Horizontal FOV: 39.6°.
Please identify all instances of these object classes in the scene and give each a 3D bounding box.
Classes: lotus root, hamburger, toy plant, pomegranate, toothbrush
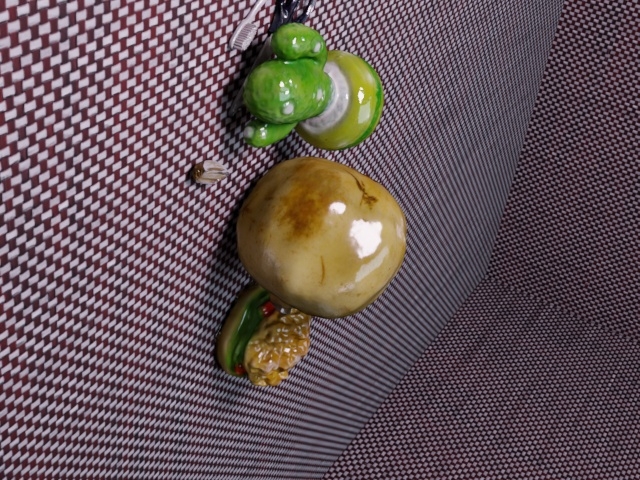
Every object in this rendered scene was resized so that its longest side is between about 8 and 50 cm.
[{"bbox_3d":[-0.192,-0.117,1.516,0.037,0.030,0.083,-39,164,21],"label":"lotus root"},{"bbox_3d":[-0.105,0.208,1.902,0.237,0.149,0.237,-50,153,-38],"label":"hamburger"},{"bbox_3d":[-0.030,-0.257,1.568,0.316,0.184,0.224,3,122,-59],"label":"toy plant"},{"bbox_3d":[0.000,0.000,1.703,0.332,0.333,0.332,-49,153,-36],"label":"pomegranate"},{"bbox_3d":[-0.064,-0.437,1.474,0.307,0.030,0.025,-60,154,-14],"label":"toothbrush"}]

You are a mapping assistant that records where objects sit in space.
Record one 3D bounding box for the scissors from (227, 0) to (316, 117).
[{"bbox_3d":[-0.085,-0.341,1.540,0.300,0.022,0.109,-63,155,-7],"label":"scissors"}]
